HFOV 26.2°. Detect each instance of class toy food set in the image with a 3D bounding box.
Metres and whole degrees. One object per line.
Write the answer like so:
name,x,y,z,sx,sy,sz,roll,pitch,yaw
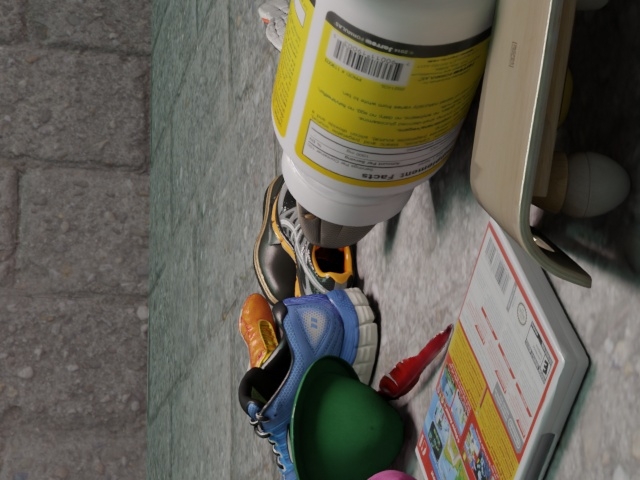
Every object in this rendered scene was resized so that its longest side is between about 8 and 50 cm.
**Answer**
toy food set,0.189,-0.135,1.036,0.220,0.092,0.306,-102,20,-79

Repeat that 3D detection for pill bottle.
pill bottle,0.055,-0.162,1.291,0.334,0.188,0.188,106,161,-55

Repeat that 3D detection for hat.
hat,0.084,0.200,1.437,0.208,0.184,0.173,36,-125,-57

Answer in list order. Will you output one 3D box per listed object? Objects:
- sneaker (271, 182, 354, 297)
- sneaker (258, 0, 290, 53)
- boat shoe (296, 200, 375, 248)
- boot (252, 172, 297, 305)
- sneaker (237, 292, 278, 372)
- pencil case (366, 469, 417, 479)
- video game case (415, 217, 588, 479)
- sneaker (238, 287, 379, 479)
sneaker,0.000,0.000,1.703,0.083,0.084,0.215,115,145,-47
sneaker,-0.048,-0.303,2.025,0.158,0.061,0.065,-108,-1,-56
boat shoe,0.040,-0.152,1.532,0.116,0.123,0.324,-121,43,-77
boot,-0.037,-0.021,1.856,0.137,0.077,0.198,131,139,-58
sneaker,-0.079,0.158,2.018,0.067,0.064,0.175,-33,57,47
pencil case,0.076,0.316,1.286,0.098,0.095,0.209,-50,26,21
video game case,0.149,0.149,1.199,0.204,0.025,0.285,-107,26,-53
sneaker,-0.032,0.208,1.629,0.130,0.147,0.330,-125,41,-67
